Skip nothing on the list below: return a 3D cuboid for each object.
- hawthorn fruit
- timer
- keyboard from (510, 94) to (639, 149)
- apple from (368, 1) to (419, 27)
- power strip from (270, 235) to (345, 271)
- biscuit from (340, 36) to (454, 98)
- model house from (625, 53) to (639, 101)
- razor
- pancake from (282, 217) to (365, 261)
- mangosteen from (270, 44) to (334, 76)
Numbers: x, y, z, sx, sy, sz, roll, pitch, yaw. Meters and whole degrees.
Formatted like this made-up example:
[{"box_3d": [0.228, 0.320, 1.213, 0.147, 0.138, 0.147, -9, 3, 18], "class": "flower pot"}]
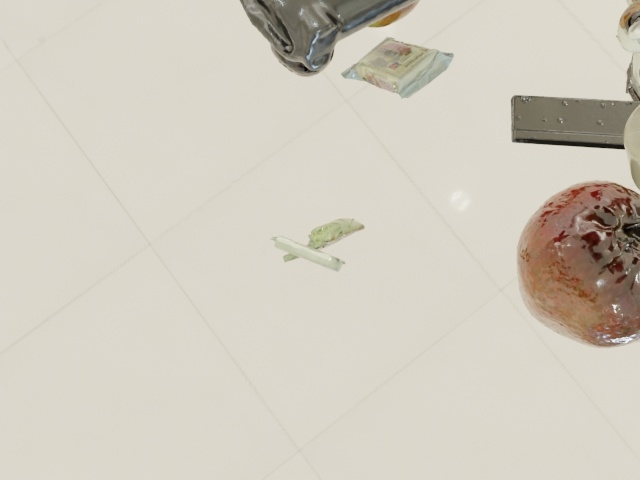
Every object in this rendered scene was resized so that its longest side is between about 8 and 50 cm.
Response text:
[{"box_3d": [0.472, 0.053, 1.138, 0.284, 0.369, 0.285, 0, 78, -1], "class": "hawthorn fruit"}, {"box_3d": [0.423, -0.191, 0.771, 0.175, 0.175, 0.266, -49, 121, -7], "class": "timer"}, {"box_3d": [0.484, -0.198, 1.096, 0.309, 0.018, 0.101, 4, 68, 4], "class": "keyboard"}, {"box_3d": [0.120, -0.675, 1.559, 0.301, 0.301, 0.302, 0, 80, 1], "class": "apple"}, {"box_3d": [-0.031, 0.025, 1.363, 0.191, 0.047, 0.030, 21, 88, 28], "class": "power strip"}, {"box_3d": [0.197, -0.455, 1.685, 0.186, 0.079, 0.309, -37, 37, -8], "class": "biscuit"}, {"box_3d": [0.882, -0.311, 1.530, 0.317, 0.282, 0.297, 26, 100, 34], "class": "model house"}, {"box_3d": [0.062, -0.356, 0.763, 0.349, 0.113, 0.204, -33, 74, -15], "class": "razor"}, {"box_3d": [-0.001, -0.005, 1.487, 0.197, 0.376, 0.054, -26, 88, -10], "class": "pancake"}, {"box_3d": [-0.034, -0.438, 1.400, 0.152, 0.152, 0.153, 0, 80, 1], "class": "mangosteen"}]
